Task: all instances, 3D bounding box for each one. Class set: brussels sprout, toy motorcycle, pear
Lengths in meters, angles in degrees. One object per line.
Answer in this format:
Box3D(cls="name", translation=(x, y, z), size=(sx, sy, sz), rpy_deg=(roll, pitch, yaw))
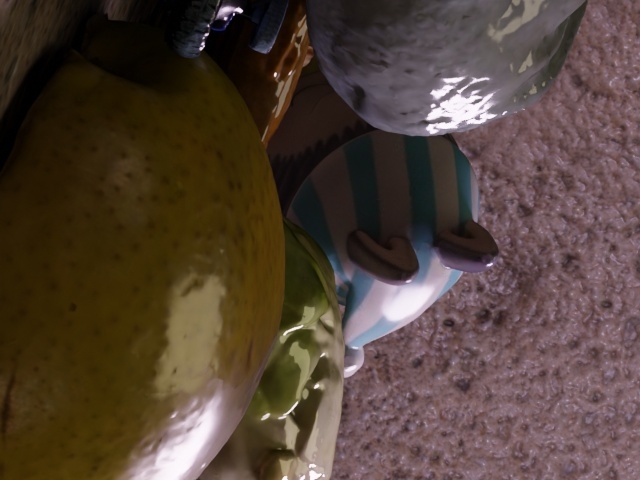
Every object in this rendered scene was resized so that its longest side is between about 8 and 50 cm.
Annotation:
Box3D(cls="brussels sprout", translation=(-0.084, 0.097, 1.810), size=(0.273, 0.242, 0.317), rpy_deg=(-147, -138, -63))
Box3D(cls="toy motorcycle", translation=(-0.056, -0.219, 1.269), size=(0.315, 0.113, 0.169), rpy_deg=(-95, -153, -71))
Box3D(cls="pear", translation=(-0.133, 0.065, 1.288), size=(0.340, 0.191, 0.386), rpy_deg=(-62, 174, -63))

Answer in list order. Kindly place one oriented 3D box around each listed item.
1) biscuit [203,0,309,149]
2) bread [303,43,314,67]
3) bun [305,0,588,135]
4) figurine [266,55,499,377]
Box3D(cls="biscuit", translation=(-0.049, -0.156, 1.531), size=(0.394, 0.070, 0.350), rpy_deg=(118, -17, -47))
Box3D(cls="bread", translation=(0.002, -0.167, 2.327), size=(0.123, 0.190, 0.244), rpy_deg=(-33, 151, -62))
Box3D(cls="bun", translation=(0.097, -0.232, 1.241), size=(0.354, 0.194, 0.355), rpy_deg=(6, 90, -85))
Box3D(cls="figurine", translation=(0.000, 0.000, 1.992), size=(0.361, 0.266, 0.377), rpy_deg=(-52, -166, 1))
